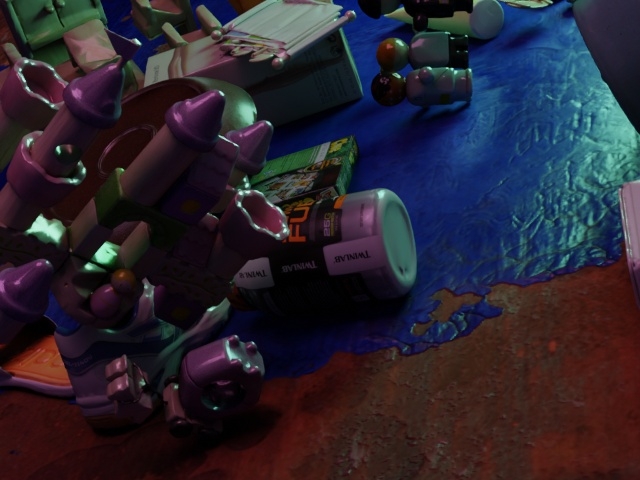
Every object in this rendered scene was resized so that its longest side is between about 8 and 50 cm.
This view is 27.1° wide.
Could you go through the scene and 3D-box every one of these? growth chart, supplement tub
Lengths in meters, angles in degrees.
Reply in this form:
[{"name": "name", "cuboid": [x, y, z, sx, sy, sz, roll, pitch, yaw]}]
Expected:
[{"name": "growth chart", "cuboid": [-0.061, -0.301, 1.877, 0.172, 0.021, 0.237, -32, 31, -17]}, {"name": "supplement tub", "cuboid": [-0.005, 0.016, 1.394, 0.190, 0.117, 0.117, -11, 27, 21]}]

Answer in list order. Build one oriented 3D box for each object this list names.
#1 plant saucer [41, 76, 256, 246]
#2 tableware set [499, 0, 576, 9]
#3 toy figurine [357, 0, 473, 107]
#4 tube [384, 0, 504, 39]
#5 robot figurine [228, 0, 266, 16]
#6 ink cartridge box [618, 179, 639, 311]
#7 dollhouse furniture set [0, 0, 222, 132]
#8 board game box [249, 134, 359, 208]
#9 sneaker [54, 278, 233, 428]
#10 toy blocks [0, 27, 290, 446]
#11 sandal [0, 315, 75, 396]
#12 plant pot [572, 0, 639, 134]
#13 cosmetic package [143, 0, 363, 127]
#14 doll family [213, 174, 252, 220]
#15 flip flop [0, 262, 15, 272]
[{"name": "plant saucer", "cuboid": [-0.218, -0.092, 1.575, 0.311, 0.050, 0.310, -24, 38, 20]}, {"name": "tableware set", "cuboid": [0.325, -0.366, 1.962, 0.169, 0.020, 0.141, -9, 24, -22]}, {"name": "toy figurine", "cuboid": [0.127, -0.289, 1.783, 0.148, 0.209, 0.213, -1, 31, 4]}, {"name": "tube", "cuboid": [0.193, -0.347, 2.037, 0.240, 0.070, 0.062, 27, 91, 61]}, {"name": "robot figurine", "cuboid": [-0.073, -0.404, 2.156, 0.128, 0.219, 0.158, -31, 28, -20]}, {"name": "ink cartridge box", "cuboid": [0.381, -0.004, 1.168, 0.218, 0.092, 0.158, -12, 27, 15]}, {"name": "dollhouse furniture set", "cuboid": [-0.374, -0.270, 2.212, 0.362, 0.256, 0.394, -29, 47, -14]}, {"name": "board game box", "cuboid": [-0.027, -0.072, 1.634, 0.136, 0.030, 0.259, -18, 14, 12]}, {"name": "sneaker", "cuboid": [-0.182, 0.066, 1.419, 0.112, 0.131, 0.296, -12, 25, 22]}, {"name": "toy blocks", "cuboid": [-0.148, -0.033, 1.233, 0.260, 0.289, 0.309, -45, 38, 28]}, {"name": "sandal", "cuboid": [-0.334, 0.113, 1.503, 0.265, 0.076, 0.102, 2, 34, 40]}, {"name": "plant pot", "cuboid": [0.424, -0.239, 1.432, 0.255, 0.271, 0.271, -30, 22, 20]}, {"name": "cosmetic package", "cuboid": [-0.099, -0.242, 1.962, 0.296, 0.129, 0.153, -20, 28, 4]}, {"name": "doll family", "cuboid": [-0.141, -0.068, 1.672, 0.076, 0.111, 0.193, -12, 27, 18]}, {"name": "flip flop", "cuboid": [-0.486, 0.097, 1.647, 0.277, 0.080, 0.112, -29, 26, -16]}]
